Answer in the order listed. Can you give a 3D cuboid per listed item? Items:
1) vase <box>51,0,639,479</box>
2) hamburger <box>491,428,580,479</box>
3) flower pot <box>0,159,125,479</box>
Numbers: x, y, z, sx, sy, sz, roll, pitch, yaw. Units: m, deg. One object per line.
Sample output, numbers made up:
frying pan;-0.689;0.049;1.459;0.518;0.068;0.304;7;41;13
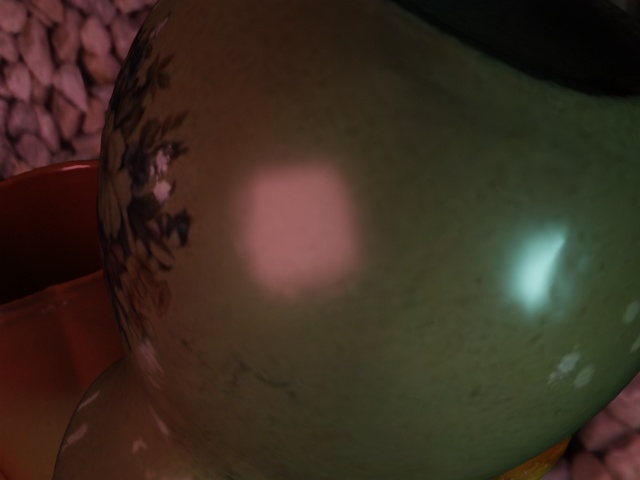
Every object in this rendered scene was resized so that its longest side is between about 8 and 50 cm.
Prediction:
vase;0.000;0.000;0.604;0.302;0.241;0.329;-65;26;27
hamburger;0.090;0.080;0.672;0.083;0.044;0.076;40;130;21
flower pot;-0.153;0.066;0.807;0.190;0.190;0.173;9;124;40
